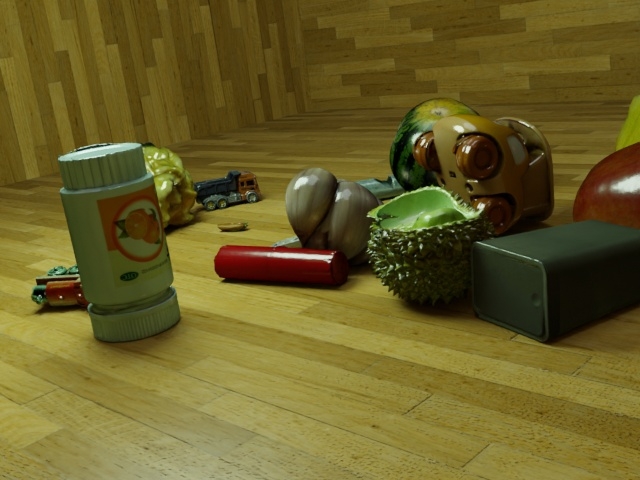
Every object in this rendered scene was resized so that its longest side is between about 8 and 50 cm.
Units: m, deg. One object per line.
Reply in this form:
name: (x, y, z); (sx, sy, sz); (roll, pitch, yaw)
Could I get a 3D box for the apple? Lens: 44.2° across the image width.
apple: (0.638, -0.054, 1.372); (0.365, 0.329, 0.295); (-1, 56, 39)

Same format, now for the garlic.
garlic: (0.041, -0.046, 1.533); (0.160, 0.191, 0.214); (-4, -22, 25)

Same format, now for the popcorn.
popcorn: (-0.447, -0.128, 2.078); (0.252, 0.215, 0.286); (31, 29, 13)

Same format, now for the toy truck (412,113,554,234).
toy truck: (0.340, -0.135, 1.621); (0.211, 0.288, 0.204); (-27, 22, -20)

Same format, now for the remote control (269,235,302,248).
remote control: (0.000, 0.000, 1.700); (0.229, 0.044, 0.073); (-13, 11, 12)

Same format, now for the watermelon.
watermelon: (0.301, -0.226, 1.968); (0.269, 0.269, 0.269); (-7, 15, 2)

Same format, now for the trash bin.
trash bin: (0.374, 0.050, 1.191); (0.240, 0.122, 0.164); (-13, 16, -25)

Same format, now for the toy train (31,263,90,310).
toy train: (-0.483, 0.093, 1.548); (0.176, 0.074, 0.118); (-3, 19, 8)

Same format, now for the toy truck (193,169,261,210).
toy truck: (-0.272, -0.145, 2.259); (0.192, 0.092, 0.083); (-12, 15, -15)

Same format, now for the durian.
durian: (0.181, 0.011, 1.314); (0.200, 0.176, 0.237); (-11, 20, -28)

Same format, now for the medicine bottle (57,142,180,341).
medicine bottle: (-0.345, -0.002, 1.349); (0.158, 0.318, 0.158); (-8, 16, 2)

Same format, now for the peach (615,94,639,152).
peach: (0.822, -0.202, 1.658); (0.306, 0.242, 0.380); (12, 0, -5)

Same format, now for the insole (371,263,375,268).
insole: (0.161, 0.001, 1.582); (0.109, 0.007, 0.322); (-36, 3, 23)

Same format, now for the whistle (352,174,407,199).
whistle: (0.104, -0.128, 2.069); (0.312, 0.062, 0.062); (-11, 16, -10)

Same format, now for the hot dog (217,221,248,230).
hot dog: (-0.218, -0.033, 1.964); (0.083, 0.021, 0.037); (-3, -5, 28)

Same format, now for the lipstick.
lipstick: (-0.078, 0.046, 1.515); (0.279, 0.073, 0.073); (2, 18, 31)
